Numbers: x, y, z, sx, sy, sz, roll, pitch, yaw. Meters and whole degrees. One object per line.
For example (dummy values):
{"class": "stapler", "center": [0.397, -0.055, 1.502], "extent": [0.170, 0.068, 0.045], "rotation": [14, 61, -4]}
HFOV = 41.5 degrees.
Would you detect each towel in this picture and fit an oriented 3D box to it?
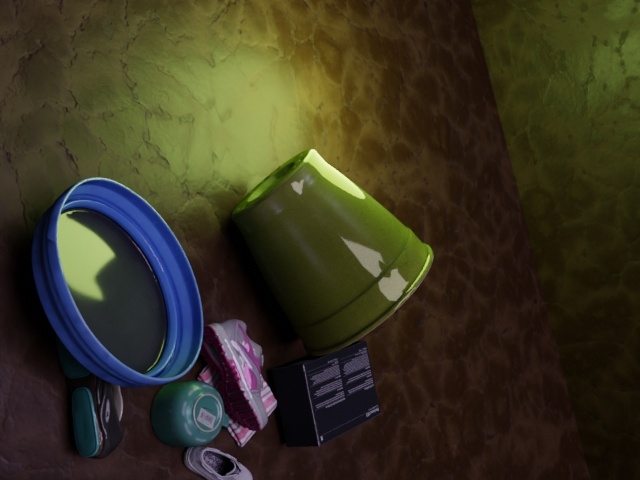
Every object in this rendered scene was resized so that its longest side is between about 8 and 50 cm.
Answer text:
{"class": "towel", "center": [-0.172, 0.323, 1.810], "extent": [0.144, 0.029, 0.197], "rotation": [-46, 115, -44]}

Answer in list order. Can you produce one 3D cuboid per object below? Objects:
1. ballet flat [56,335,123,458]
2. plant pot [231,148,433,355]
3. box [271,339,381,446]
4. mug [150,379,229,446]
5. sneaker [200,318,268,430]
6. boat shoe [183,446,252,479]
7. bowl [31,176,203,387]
{"class": "ballet flat", "center": [-0.408, 0.246, 1.514], "extent": [0.096, 0.095, 0.281], "rotation": [-7, 90, -60]}
{"class": "plant pot", "center": [0.000, 0.000, 1.878], "extent": [0.353, 0.366, 0.366], "rotation": [51, 46, -13]}
{"class": "box", "center": [0.018, 0.351, 1.956], "extent": [0.261, 0.103, 0.184], "rotation": [-10, 86, -54]}
{"class": "mug", "center": [-0.244, 0.337, 1.669], "extent": [0.157, 0.097, 0.130], "rotation": [-20, 96, -49]}
{"class": "sneaker", "center": [-0.157, 0.270, 1.742], "extent": [0.111, 0.103, 0.252], "rotation": [-29, 105, -43]}
{"class": "boat shoe", "center": [-0.194, 0.464, 1.722], "extent": [0.184, 0.063, 0.066], "rotation": [45, 50, -33]}
{"class": "bowl", "center": [-0.359, 0.079, 1.521], "extent": [0.391, 0.077, 0.391], "rotation": [51, 25, -35]}
